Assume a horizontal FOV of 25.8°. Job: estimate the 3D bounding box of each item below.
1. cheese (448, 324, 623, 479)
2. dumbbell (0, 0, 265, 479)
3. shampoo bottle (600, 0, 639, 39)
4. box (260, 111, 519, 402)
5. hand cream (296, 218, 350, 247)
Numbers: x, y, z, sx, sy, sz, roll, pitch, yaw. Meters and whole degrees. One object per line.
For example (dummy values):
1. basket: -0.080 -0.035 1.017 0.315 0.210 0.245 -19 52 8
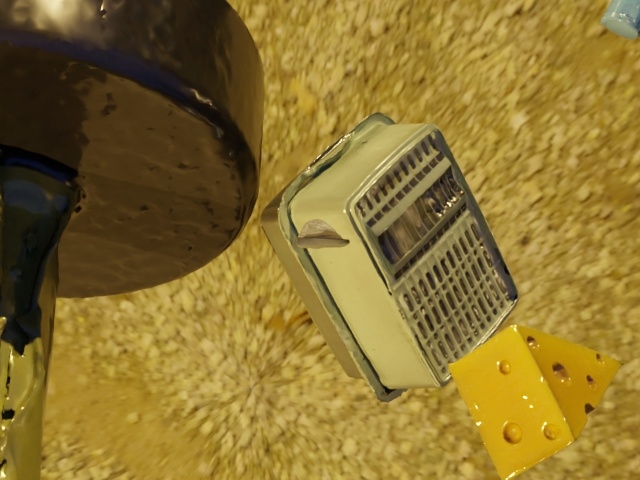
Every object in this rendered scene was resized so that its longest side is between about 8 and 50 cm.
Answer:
1. cheese: 0.227 0.149 1.368 0.093 0.171 0.126 -38 69 31
2. dumbbell: -0.126 0.054 0.536 0.204 0.203 0.322 3 60 -2
3. shampoo bottle: 0.426 -0.367 1.716 0.104 0.061 0.258 28 83 4
4. box: 0.078 0.018 1.576 0.220 0.166 0.290 -43 115 -36
5. hand cream: 0.000 0.000 0.826 0.030 0.093 0.019 1 96 -2
